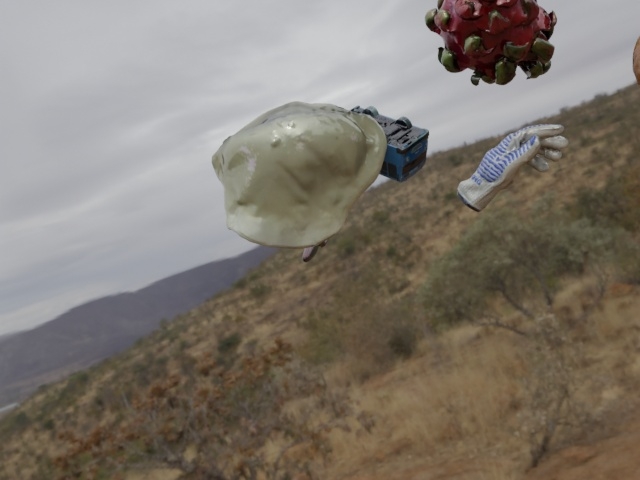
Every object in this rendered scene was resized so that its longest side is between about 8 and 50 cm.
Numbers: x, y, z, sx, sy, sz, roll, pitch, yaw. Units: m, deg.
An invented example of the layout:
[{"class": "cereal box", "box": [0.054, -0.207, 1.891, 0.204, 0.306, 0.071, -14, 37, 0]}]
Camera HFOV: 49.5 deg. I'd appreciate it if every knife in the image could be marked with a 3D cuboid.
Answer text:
[{"class": "knife", "box": [0.000, 0.000, 1.545, 0.018, 0.035, 0.247, -24, 12, 22]}]

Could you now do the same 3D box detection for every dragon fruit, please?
[{"class": "dragon fruit", "box": [0.320, -0.379, 1.216, 0.273, 0.218, 0.198, -5, -21, -23]}]

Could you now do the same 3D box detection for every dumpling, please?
[{"class": "dumpling", "box": [-0.034, -0.112, 1.211, 0.318, 0.242, 0.187, -10, -12, 4]}]

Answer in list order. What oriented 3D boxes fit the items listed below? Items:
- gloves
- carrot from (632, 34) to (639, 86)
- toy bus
[{"class": "gloves", "box": [0.357, -0.143, 1.306, 0.229, 0.097, 0.119, -33, -1, 23]}, {"class": "carrot", "box": [0.445, -0.226, 0.727, 0.159, 0.159, 0.225, -20, -11, -2]}, {"class": "toy bus", "box": [0.118, -0.188, 1.353, 0.185, 0.106, 0.090, 28, 50, 37]}]
